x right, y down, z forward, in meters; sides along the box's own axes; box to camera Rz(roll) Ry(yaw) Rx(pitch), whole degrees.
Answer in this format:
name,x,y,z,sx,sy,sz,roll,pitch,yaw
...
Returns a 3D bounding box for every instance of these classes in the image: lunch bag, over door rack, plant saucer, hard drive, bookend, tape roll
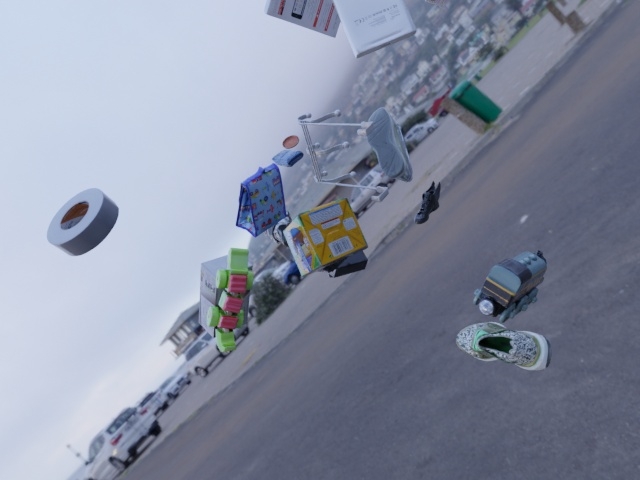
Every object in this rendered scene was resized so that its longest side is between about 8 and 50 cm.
name,x,y,z,sx,sy,sz,roll,pitch,yaw
lunch bag,-0.267,-0.200,2.105,0.221,0.138,0.293,-38,-34,-40
over door rack,0.080,-0.271,1.436,0.108,0.239,0.324,-37,37,-26
plant saucer,-0.137,-0.455,2.145,0.083,0.083,0.013,-45,-39,-13
hard drive,0.170,-0.865,1.664,0.233,0.353,0.047,-22,-1,2
bookend,0.102,0.068,2.044,0.157,0.156,0.072,-15,-35,-21
tape roll,-0.748,-0.059,1.458,0.219,0.072,0.219,-15,50,18

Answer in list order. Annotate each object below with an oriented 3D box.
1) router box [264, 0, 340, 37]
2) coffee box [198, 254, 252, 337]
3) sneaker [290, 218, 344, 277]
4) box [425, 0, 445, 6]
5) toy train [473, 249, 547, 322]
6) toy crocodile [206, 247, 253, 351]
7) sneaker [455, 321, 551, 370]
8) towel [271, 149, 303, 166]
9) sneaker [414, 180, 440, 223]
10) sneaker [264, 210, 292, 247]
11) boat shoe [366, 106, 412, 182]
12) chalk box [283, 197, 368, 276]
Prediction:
name,x,y,z,sx,sy,sz,roll,pitch,yaw
router box,-0.032,-1.018,1.821,0.082,0.301,0.335,-115,41,-56
coffee box,-0.377,0.215,1.823,0.168,0.119,0.297,-19,-49,-41
sneaker,-0.027,0.033,1.815,0.153,0.268,0.101,-56,-1,-10
box,0.428,-0.847,1.407,0.324,0.067,0.063,149,130,-71
toy train,0.628,0.138,1.495,0.334,0.142,0.190,-15,-47,-42
toy crocodile,-0.289,0.191,1.507,0.105,0.115,0.340,20,98,64
sneaker,0.628,0.369,1.710,0.410,0.182,0.158,-13,63,63
towel,-0.103,-0.263,1.456,0.067,0.029,0.119,-42,28,-15
sneaker,0.388,-0.139,1.685,0.051,0.089,0.170,16,46,43
sneaker,-0.202,-0.035,2.248,0.146,0.122,0.330,-18,21,0
boat shoe,0.258,-0.353,1.708,0.118,0.320,0.103,-36,-36,30
chalk box,0.000,0.000,1.539,0.180,0.179,0.289,-22,-5,-21
